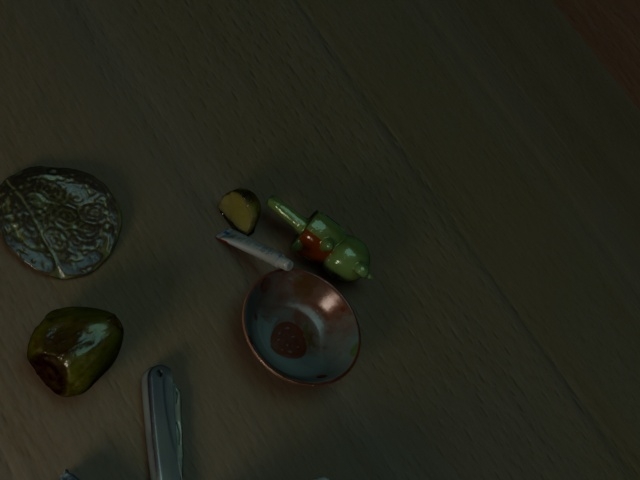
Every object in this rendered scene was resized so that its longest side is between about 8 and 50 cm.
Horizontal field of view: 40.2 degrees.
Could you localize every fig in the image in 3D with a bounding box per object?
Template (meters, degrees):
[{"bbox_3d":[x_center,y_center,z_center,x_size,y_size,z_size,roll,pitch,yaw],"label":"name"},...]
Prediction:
[{"bbox_3d":[-0.422,0.182,1.529,0.166,0.154,0.144,-30,120,-6],"label":"fig"}]

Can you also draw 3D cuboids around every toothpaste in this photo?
[{"bbox_3d":[-0.135,0.018,1.819,0.190,0.031,0.048,25,43,31],"label":"toothpaste"}]

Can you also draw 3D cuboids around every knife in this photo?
[{"bbox_3d":[-0.278,0.351,1.569,0.073,0.040,0.265,13,55,-36],"label":"knife"}]

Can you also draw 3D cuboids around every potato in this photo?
[{"bbox_3d":[-0.157,-0.073,1.867,0.096,0.103,0.066,48,53,4],"label":"potato"}]

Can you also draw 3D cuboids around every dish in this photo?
[{"bbox_3d":[-0.051,0.189,1.773,0.260,0.085,0.260,15,52,-21],"label":"dish"}]

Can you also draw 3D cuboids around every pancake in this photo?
[{"bbox_3d":[-0.504,-0.043,1.697,0.250,0.031,0.250,14,56,-21],"label":"pancake"}]

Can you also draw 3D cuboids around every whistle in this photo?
[{"bbox_3d":[0.000,0.000,1.901,0.288,0.131,0.106,36,92,-6],"label":"whistle"}]

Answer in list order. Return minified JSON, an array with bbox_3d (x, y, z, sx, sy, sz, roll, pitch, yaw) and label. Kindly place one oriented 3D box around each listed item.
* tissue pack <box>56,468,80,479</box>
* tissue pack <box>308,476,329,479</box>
[{"bbox_3d":[-0.370,0.505,1.397,0.235,0.073,0.173,39,48,-3],"label":"tissue pack"},{"bbox_3d":[-0.072,0.592,1.432,0.266,0.194,0.356,-1,60,-29],"label":"tissue pack"}]
